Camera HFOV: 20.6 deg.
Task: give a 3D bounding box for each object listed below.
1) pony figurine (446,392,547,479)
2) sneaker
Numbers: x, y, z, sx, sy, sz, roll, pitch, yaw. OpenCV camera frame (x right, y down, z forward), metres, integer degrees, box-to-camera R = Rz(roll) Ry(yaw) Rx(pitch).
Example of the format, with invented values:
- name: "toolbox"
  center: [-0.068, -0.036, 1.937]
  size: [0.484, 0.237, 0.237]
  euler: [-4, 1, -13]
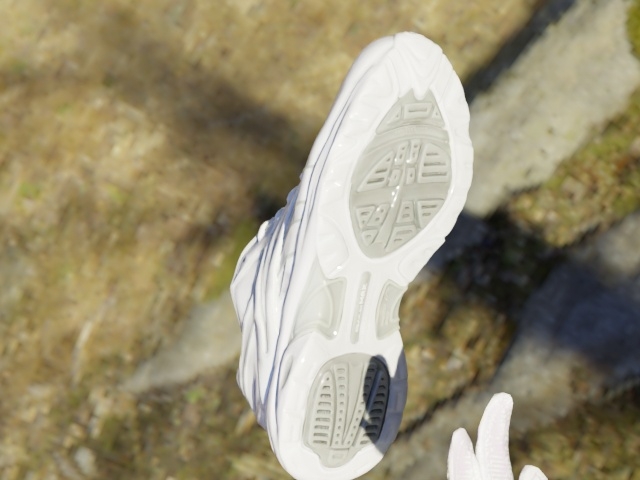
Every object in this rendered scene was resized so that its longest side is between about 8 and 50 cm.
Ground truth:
- name: "pony figurine"
  center: [0.221, 0.235, 0.756]
  size: [0.351, 0.302, 0.363]
  euler: [46, 134, 36]
- name: "sneaker"
  center: [0.000, 0.000, 0.905]
  size: [0.115, 0.090, 0.232]
  euler: [29, 105, 53]
